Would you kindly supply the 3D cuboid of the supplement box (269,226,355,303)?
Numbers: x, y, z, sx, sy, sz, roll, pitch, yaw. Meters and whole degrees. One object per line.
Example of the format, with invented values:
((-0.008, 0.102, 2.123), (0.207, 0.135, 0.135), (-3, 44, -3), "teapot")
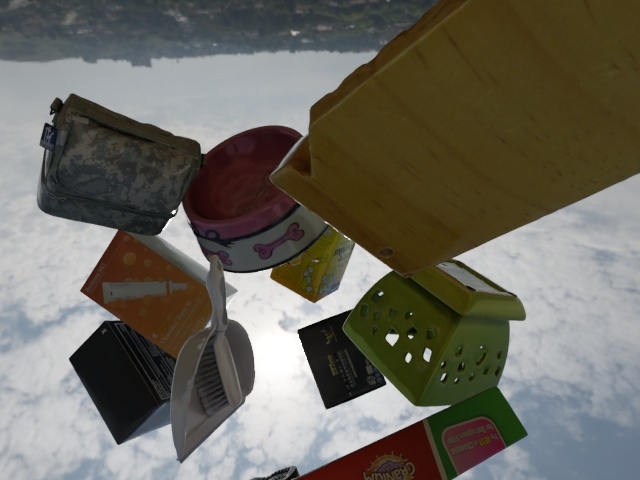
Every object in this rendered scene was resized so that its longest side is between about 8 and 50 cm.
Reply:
((0.000, 0.000, 1.517), (0.195, 0.356, 0.194), (27, -160, 22), "supplement box")

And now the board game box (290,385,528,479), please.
((0.057, 0.296, 0.530), (0.317, 0.242, 0.064), (-9, -124, -30), "board game box")

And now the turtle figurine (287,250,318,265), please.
((-0.123, -0.002, 1.274), (0.087, 0.217, 0.269), (-41, -167, -11), "turtle figurine")

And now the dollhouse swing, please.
((0.172, -0.181, 0.482), (0.347, 0.315, 0.304), (-30, -137, 32), "dollhouse swing")

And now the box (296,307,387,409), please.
((0.056, 0.332, 1.247), (0.183, 0.059, 0.232), (-19, -112, -8), "box")

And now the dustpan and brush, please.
((-0.120, 0.122, 0.510), (0.060, 0.211, 0.147), (-9, -174, 23), "dustpan and brush")

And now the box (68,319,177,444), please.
((-0.519, 0.396, 1.318), (0.296, 0.183, 0.294), (48, -173, 19), "box")

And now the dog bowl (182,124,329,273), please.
((-0.162, -0.125, 1.106), (0.408, 0.150, 0.408), (-13, -132, 15), "dog bowl")

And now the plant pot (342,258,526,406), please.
((0.215, 0.146, 0.812), (0.228, 0.207, 0.227), (11, -161, -37), "plant pot")

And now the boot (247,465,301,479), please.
((-0.106, 0.570, 0.920), (0.198, 0.137, 0.077), (-28, 177, 23), "boot")

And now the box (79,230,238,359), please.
((-0.450, 0.144, 1.261), (0.345, 0.215, 0.168), (33, -177, 3), "box")

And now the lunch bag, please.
((-0.439, -0.168, 0.967), (0.305, 0.256, 0.212), (16, -128, -34), "lunch bag")
